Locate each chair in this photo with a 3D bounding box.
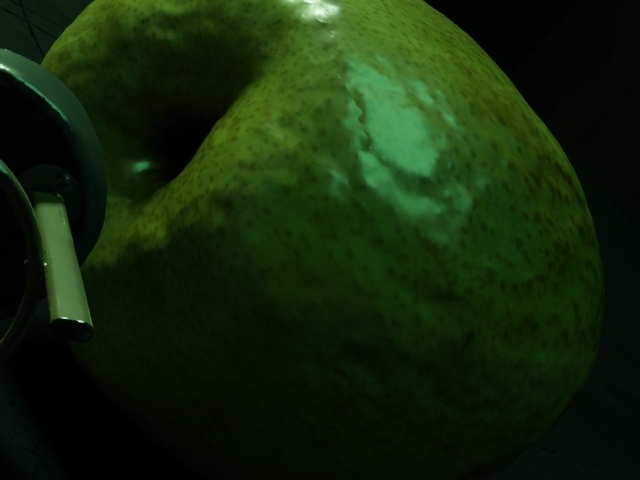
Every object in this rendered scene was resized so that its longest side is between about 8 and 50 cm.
[{"bbox_3d":[-0.122,0.001,0.580,0.104,0.095,0.221,38,11,-8],"label":"chair"}]

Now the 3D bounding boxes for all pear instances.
[{"bbox_3d":[0.000,0.000,0.754,0.211,0.188,0.228,35,18,-46],"label":"pear"}]
